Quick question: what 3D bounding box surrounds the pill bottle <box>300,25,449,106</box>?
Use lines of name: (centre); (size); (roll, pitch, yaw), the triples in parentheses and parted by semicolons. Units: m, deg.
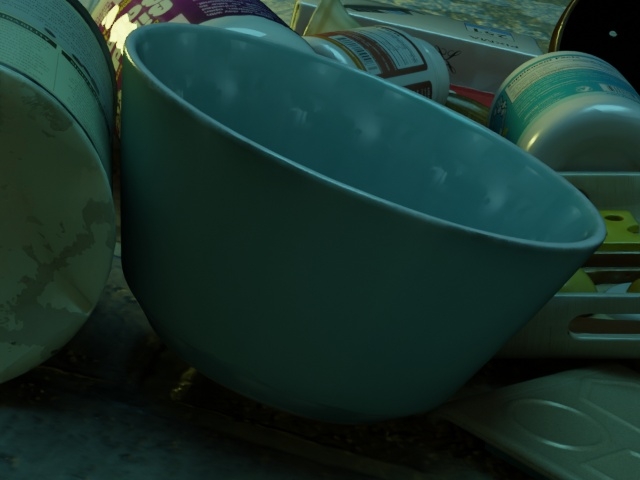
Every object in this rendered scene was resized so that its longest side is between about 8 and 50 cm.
pill bottle: (0.035, -0.139, 1.620); (0.121, 0.121, 0.216); (22, 20, 25)

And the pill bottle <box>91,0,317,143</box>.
pill bottle: (-0.085, -0.114, 1.386); (0.169, 0.169, 0.301); (6, 19, -22)

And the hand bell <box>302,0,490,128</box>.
hand bell: (0.091, -0.159, 1.782); (0.242, 0.126, 0.126); (25, 19, -1)

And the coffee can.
coffee can: (-0.226, -0.054, 1.062); (0.201, 0.201, 0.275); (10, 19, -10)

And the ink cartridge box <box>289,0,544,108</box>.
ink cartridge box: (0.110, -0.212, 1.970); (0.296, 0.066, 0.261); (12, 17, -3)

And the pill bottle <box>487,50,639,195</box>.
pill bottle: (0.231, -0.087, 1.561); (0.146, 0.146, 0.264); (11, 18, -6)

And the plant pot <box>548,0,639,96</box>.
plant pot: (0.342, -0.202, 1.926); (0.215, 0.215, 0.230); (11, 5, -6)

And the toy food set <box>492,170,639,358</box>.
toy food set: (0.194, 0.004, 1.288); (0.219, 0.092, 0.306); (0, 19, -3)

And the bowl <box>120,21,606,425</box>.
bowl: (0.000, 0.000, 1.062); (0.311, 0.163, 0.311); (21, 17, -7)

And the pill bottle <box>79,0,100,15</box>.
pill bottle: (-0.167, -0.209, 1.736); (0.160, 0.087, 0.087); (21, 20, 20)

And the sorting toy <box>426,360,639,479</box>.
sorting toy: (0.199, 0.134, 1.078); (0.208, 0.038, 0.193); (22, 20, 39)
